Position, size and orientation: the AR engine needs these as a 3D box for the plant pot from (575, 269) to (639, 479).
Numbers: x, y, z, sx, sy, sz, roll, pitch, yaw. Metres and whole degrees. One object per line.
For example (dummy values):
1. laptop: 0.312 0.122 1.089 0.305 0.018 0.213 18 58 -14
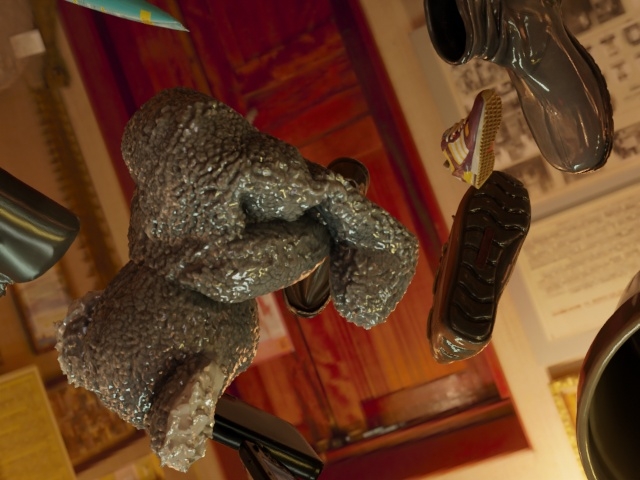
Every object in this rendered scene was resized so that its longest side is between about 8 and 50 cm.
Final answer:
1. plant pot: 0.431 0.135 1.002 0.323 0.323 0.280 -22 -165 18

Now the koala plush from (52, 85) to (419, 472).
1. koala plush: -0.086 0.031 0.638 0.196 0.221 0.203 29 176 43

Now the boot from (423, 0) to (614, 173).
1. boot: 0.220 -0.223 1.114 0.222 0.338 0.118 -18 177 -45

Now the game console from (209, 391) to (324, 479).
1. game console: -0.061 0.308 1.271 0.044 0.213 0.361 -58 -151 3

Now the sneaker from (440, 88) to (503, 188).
1. sneaker: 0.221 -0.159 1.416 0.069 0.084 0.185 -46 151 -32

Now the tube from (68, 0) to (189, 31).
1. tube: -0.305 -0.366 1.442 0.207 0.052 0.080 20 -170 -2

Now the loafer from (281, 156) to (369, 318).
1. loafer: 0.000 0.000 1.194 0.080 0.220 0.078 17 -168 0

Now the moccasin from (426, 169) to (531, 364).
1. moccasin: 0.269 0.040 1.604 0.139 0.380 0.147 20 150 -8

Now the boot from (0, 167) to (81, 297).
1. boot: -0.448 -0.109 1.038 0.367 0.445 0.146 -16 -137 36
